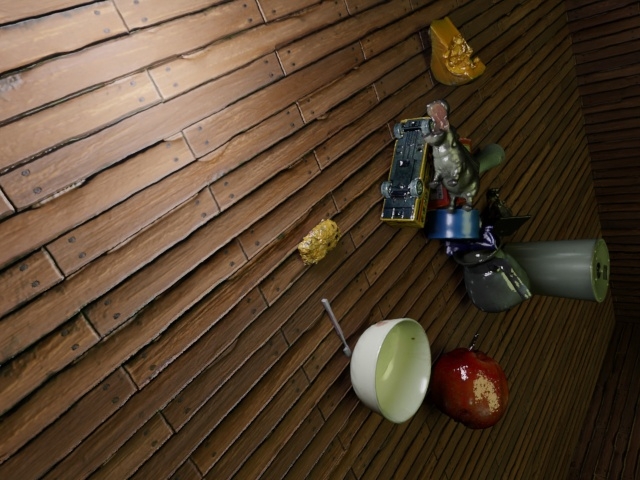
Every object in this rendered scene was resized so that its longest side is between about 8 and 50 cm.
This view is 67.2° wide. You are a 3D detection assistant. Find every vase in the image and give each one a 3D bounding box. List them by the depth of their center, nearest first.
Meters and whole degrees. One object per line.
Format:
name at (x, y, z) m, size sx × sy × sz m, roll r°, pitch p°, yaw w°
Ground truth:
vase at (0.614, -0.296, 1.842) m, size 0.219 × 0.096 × 0.096 m, roll -31°, pitch 112°, yaw -39°

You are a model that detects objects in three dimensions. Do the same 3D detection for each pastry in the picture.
pastry at (0.000, 0.000, 1.208) m, size 0.140 × 0.056 × 0.080 m, roll -52°, pitch 136°, yaw -36°

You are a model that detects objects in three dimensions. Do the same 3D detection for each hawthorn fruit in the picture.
hawthorn fruit at (0.505, 0.458, 1.599) m, size 0.254 × 0.254 × 0.300 m, roll 13°, pitch 92°, yaw -46°

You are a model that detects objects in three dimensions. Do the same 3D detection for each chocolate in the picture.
chocolate at (0.426, -0.230, 1.628) m, size 0.234 × 0.108 × 0.238 m, roll -13°, pitch 101°, yaw -45°

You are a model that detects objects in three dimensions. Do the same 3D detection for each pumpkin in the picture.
pumpkin at (0.431, -0.625, 1.636) m, size 0.131 × 0.126 × 0.248 m, roll -44°, pitch 102°, yaw -29°

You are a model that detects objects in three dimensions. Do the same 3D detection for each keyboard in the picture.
keyboard at (0.486, -0.274, 1.607) m, size 0.202 × 0.011 × 0.067 m, roll 28°, pitch 69°, yaw -43°

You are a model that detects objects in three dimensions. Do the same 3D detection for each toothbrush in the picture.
toothbrush at (0.045, 0.236, 1.286) m, size 0.017 × 0.014 × 0.194 m, roll -40°, pitch 118°, yaw -37°

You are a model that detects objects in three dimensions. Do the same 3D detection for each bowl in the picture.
bowl at (0.178, 0.347, 1.333) m, size 0.277 × 0.145 × 0.277 m, roll -2°, pitch 93°, yaw -47°

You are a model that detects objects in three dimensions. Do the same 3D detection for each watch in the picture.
watch at (0.459, -0.043, 1.604) m, size 0.200 × 0.196 × 0.171 m, roll 5°, pitch 76°, yaw -54°

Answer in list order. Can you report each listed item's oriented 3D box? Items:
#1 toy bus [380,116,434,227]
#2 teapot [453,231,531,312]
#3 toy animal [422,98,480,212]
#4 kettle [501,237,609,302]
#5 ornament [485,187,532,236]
toy bus at (0.275, -0.205, 1.458) m, size 0.123 × 0.121 × 0.336 m, roll 30°, pitch 67°, yaw -49°
teapot at (0.600, 0.116, 1.721) m, size 0.285 × 0.223 × 0.305 m, roll 55°, pitch 26°, yaw -20°
toy animal at (0.380, -0.233, 1.415) m, size 0.168 × 0.106 × 0.343 m, roll -58°, pitch 132°, yaw -33°
kettle at (0.994, 0.120, 2.034) m, size 0.361 × 0.376 × 0.250 m, roll 6°, pitch 85°, yaw -46°
ornament at (0.704, -0.128, 1.934) m, size 0.153 × 0.166 × 0.196 m, roll -2°, pitch 61°, yaw -19°
